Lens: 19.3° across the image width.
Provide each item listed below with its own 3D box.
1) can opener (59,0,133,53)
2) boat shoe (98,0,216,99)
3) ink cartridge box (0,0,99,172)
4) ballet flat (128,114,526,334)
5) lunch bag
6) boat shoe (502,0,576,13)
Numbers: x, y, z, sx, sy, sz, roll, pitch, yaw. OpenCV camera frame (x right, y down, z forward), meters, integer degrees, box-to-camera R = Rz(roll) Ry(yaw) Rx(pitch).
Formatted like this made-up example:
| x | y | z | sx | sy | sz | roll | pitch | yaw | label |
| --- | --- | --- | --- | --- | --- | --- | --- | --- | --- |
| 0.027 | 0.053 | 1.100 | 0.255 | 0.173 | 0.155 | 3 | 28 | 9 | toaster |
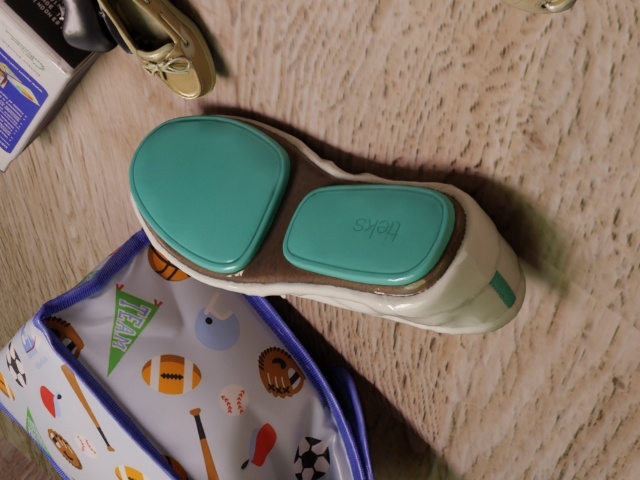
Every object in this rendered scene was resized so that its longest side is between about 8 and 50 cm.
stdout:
| x | y | z | sx | sy | sz | roll | pitch | yaw | label |
| --- | --- | --- | --- | --- | --- | --- | --- | --- | --- |
| -0.194 | -0.221 | 1.461 | 0.059 | 0.073 | 0.186 | -98 | -17 | -54 | can opener |
| -0.132 | -0.162 | 1.432 | 0.056 | 0.048 | 0.153 | -4 | 130 | 32 | boat shoe |
| -0.308 | -0.179 | 1.724 | 0.176 | 0.069 | 0.371 | 44 | 157 | -5 | ink cartridge box |
| 0.000 | 0.000 | 1.443 | 0.400 | 0.139 | 0.139 | 17 | 147 | 49 | ballet flat |
| -0.117 | 0.191 | 1.867 | 0.385 | 0.239 | 0.328 | 51 | 158 | 0 | lunch bag |
| 0.106 | -0.167 | 0.922 | 0.098 | 0.109 | 0.302 | 45 | 166 | -21 | boat shoe |
